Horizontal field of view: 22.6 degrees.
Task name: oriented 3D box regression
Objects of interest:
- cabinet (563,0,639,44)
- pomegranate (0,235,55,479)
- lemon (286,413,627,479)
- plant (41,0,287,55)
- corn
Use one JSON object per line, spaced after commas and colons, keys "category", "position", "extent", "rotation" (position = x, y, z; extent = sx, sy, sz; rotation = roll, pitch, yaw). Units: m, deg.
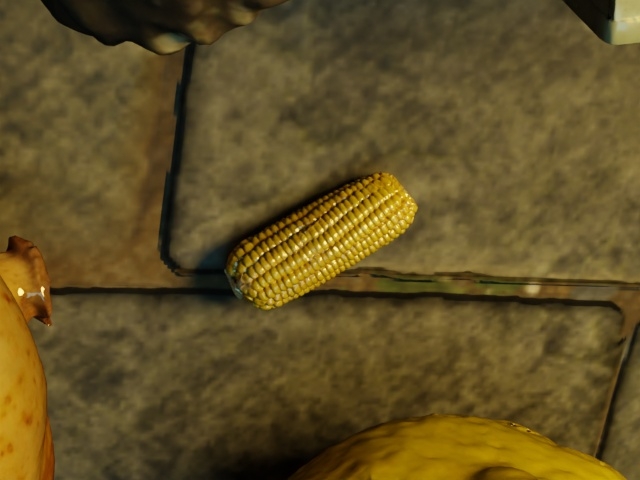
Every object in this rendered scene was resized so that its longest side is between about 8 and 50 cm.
{"category": "cabinet", "position": [0.156, -0.202, 0.591], "extent": [0.150, 0.145, 0.206], "rotation": [-7, 120, -9]}
{"category": "pomegranate", "position": [-0.196, 0.068, 0.623], "extent": [0.215, 0.215, 0.215], "rotation": [-6, 120, -11]}
{"category": "lemon", "position": [0.061, 0.210, 0.739], "extent": [0.267, 0.267, 0.267], "rotation": [-6, 120, -11]}
{"category": "plant", "position": [-0.073, -0.210, 0.502], "extent": [0.199, 0.188, 0.276], "rotation": [-27, 122, 1]}
{"category": "corn", "position": [0.000, 0.000, 0.728], "extent": [0.092, 0.037, 0.037], "rotation": [-29, 122, 0]}
